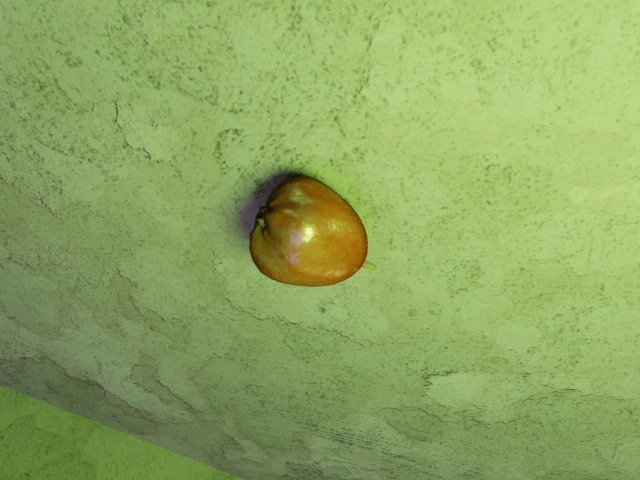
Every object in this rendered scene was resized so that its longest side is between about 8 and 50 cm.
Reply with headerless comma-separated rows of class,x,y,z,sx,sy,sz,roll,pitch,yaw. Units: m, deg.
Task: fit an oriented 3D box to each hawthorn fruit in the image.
hawthorn fruit,0.000,0.000,0.876,0.251,0.199,0.199,22,134,-21
